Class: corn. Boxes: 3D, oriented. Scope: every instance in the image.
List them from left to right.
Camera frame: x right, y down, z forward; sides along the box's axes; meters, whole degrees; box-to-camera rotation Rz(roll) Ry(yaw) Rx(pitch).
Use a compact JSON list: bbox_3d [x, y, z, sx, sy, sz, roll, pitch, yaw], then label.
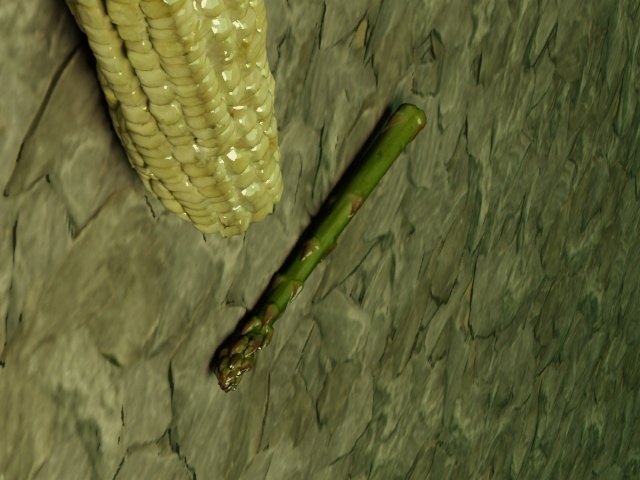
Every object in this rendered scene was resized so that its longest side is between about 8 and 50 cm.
[{"bbox_3d":[-0.063,-0.083,0.762,0.087,0.087,0.211,-60,162,-27],"label":"corn"}]

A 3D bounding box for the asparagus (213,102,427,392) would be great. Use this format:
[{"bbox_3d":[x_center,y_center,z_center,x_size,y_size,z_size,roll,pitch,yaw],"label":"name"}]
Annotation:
[{"bbox_3d":[0.000,0.000,1.048,0.248,0.024,0.025,-54,146,-35],"label":"asparagus"}]
